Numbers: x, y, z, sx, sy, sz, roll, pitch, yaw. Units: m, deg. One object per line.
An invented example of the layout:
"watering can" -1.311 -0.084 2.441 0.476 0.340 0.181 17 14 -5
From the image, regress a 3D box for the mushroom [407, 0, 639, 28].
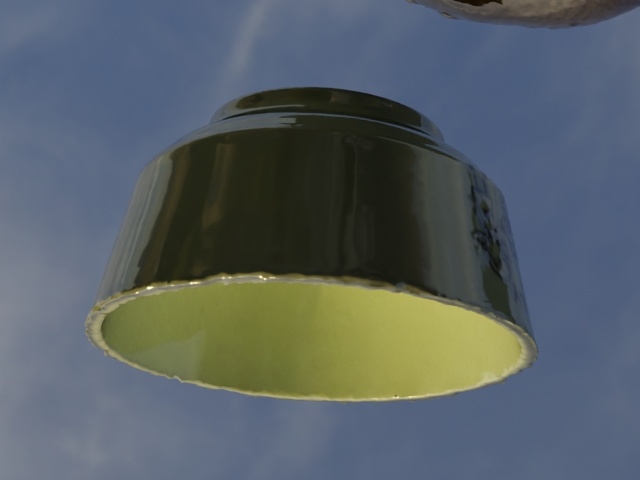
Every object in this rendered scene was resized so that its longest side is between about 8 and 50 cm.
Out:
"mushroom" 0.103 -0.223 0.918 0.253 0.153 0.253 2 -103 -10

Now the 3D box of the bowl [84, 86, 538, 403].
"bowl" 0.000 0.000 0.868 0.211 0.211 0.112 -2 -109 21
